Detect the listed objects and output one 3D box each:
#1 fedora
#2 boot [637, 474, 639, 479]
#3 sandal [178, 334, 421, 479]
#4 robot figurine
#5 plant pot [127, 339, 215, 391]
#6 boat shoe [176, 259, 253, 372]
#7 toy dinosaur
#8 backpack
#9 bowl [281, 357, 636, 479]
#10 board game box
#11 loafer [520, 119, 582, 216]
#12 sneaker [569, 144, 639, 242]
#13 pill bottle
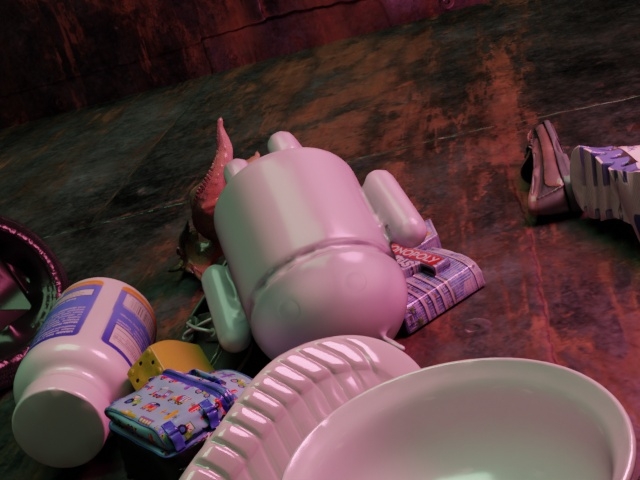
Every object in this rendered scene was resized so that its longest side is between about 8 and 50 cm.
[{"bbox_3d":[-0.561,0.112,1.537,0.152,0.334,0.334,-39,3,43],"label":"fedora"},{"bbox_3d":[0.267,0.261,0.736,0.161,0.083,0.246,-27,22,-8],"label":"boot"},{"bbox_3d":[-0.048,0.234,0.986,0.416,0.169,0.102,-36,-11,-39],"label":"sandal"},{"bbox_3d":[-0.013,0.024,1.252,0.300,0.200,0.353,-32,52,12],"label":"robot figurine"},{"bbox_3d":[-0.185,0.170,1.208,0.081,0.083,0.081,-50,49,10],"label":"plant pot"},{"bbox_3d":[-0.132,0.089,1.368,0.112,0.095,0.335,-10,31,31],"label":"boat shoe"},{"bbox_3d":[-0.163,-0.039,1.576,0.200,0.295,0.127,-21,47,-12],"label":"toy dinosaur"},{"bbox_3d":[-0.131,0.205,1.114,0.173,0.117,0.158,-28,25,-32],"label":"backpack"},{"bbox_3d":[0.123,0.232,0.832,0.298,0.134,0.298,-16,22,6],"label":"bowl"},{"bbox_3d":[0.125,0.041,1.385,0.194,0.060,0.194,-31,25,-28],"label":"board game box"},{"bbox_3d":[0.347,-0.116,1.557,0.084,0.096,0.267,-19,23,11],"label":"loafer"},{"bbox_3d":[0.476,-0.070,1.291,0.182,0.127,0.315,-16,25,-8],"label":"sneaker"},{"bbox_3d":[-0.305,0.169,1.279,0.152,0.152,0.272,-15,22,7],"label":"pill bottle"}]
